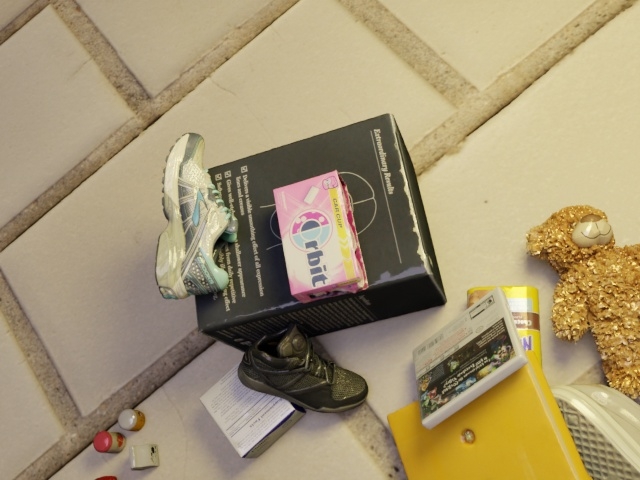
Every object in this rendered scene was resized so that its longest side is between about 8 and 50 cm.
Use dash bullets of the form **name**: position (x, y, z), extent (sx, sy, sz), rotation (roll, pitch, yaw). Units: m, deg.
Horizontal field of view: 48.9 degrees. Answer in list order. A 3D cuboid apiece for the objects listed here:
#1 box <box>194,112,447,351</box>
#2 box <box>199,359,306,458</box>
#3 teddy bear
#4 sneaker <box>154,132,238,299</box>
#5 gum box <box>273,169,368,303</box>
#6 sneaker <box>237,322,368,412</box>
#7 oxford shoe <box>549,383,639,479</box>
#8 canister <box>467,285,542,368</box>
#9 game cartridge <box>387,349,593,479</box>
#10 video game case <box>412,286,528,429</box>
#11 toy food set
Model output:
- **box**: position (-0.011, -0.001, 1.239), extent (0.395, 0.212, 0.293), rotation (-15, 68, 13)
- **box**: position (-0.120, 0.293, 1.251), extent (0.126, 0.072, 0.137), rotation (-42, 65, 0)
- **teddy bear**: position (0.472, 0.082, 1.117), extent (0.245, 0.113, 0.338), rotation (-12, 69, 11)
- **sneaker**: position (-0.192, -0.041, 1.153), extent (0.122, 0.110, 0.283), rotation (0, 74, 0)
- **gum box**: position (0.000, 0.000, 1.085), extent (0.107, 0.062, 0.188), rotation (-16, 68, 12)
- **sneaker**: position (-0.017, 0.215, 1.181), extent (0.227, 0.130, 0.087), rotation (19, 45, -6)
- **oxford shoe**: position (0.491, 0.380, 1.002), extent (0.449, 0.130, 0.169), rotation (52, 134, 23)
- **canister**: position (0.303, 0.164, 1.162), extent (0.126, 0.073, 0.170), rotation (-3, 70, 18)
- **game cartridge**: position (0.263, 0.367, 1.054), extent (0.285, 0.052, 0.324), rotation (-36, 63, 36)
- **video game case**: position (0.224, 0.180, 1.093), extent (0.190, 0.022, 0.173), rotation (-42, 21, 23)
- **toy food set**: position (-0.364, 0.421, 1.266), extent (0.111, 0.104, 0.232), rotation (-16, 68, 12)
